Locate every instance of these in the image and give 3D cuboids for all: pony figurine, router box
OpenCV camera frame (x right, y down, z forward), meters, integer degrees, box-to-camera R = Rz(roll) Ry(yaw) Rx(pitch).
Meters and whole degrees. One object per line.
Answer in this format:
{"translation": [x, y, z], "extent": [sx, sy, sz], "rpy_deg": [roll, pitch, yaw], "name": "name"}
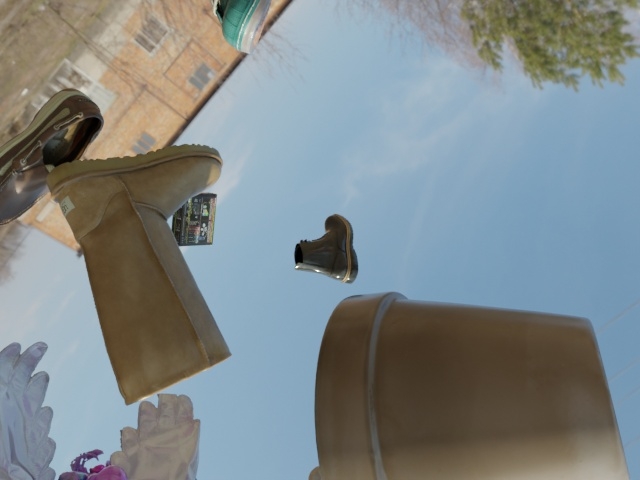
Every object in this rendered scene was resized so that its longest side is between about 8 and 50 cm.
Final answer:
{"translation": [-0.305, 0.343, 0.624], "extent": [0.363, 0.303, 0.351], "rpy_deg": [-52, -143, 16], "name": "pony figurine"}
{"translation": [-0.283, -0.049, 1.144], "extent": [0.038, 0.092, 0.122], "rpy_deg": [14, -80, 39], "name": "router box"}

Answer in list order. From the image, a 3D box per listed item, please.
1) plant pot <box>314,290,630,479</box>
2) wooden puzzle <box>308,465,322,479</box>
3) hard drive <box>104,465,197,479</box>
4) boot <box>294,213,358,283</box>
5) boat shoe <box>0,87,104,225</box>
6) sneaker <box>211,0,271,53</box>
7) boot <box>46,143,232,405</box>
{"translation": [0.188, 0.202, 0.607], "extent": [0.281, 0.323, 0.323], "rpy_deg": [-14, -137, 24], "name": "plant pot"}
{"translation": [0.099, 0.713, 1.123], "extent": [0.080, 0.322, 0.347], "rpy_deg": [-47, -163, 11], "name": "wooden puzzle"}
{"translation": [-0.395, 0.557, 1.057], "extent": [0.308, 0.203, 0.040], "rpy_deg": [-40, 169, 9], "name": "hard drive"}
{"translation": [0.000, 0.000, 1.117], "extent": [0.076, 0.137, 0.197], "rpy_deg": [-62, -153, 32], "name": "boot"}
{"translation": [-0.439, -0.119, 0.802], "extent": [0.095, 0.095, 0.257], "rpy_deg": [38, -87, 26], "name": "boat shoe"}
{"translation": [-0.122, -0.370, 0.697], "extent": [0.108, 0.121, 0.302], "rpy_deg": [123, -26, -49], "name": "sneaker"}
{"translation": [-0.177, 0.026, 0.623], "extent": [0.236, 0.269, 0.089], "rpy_deg": [-20, 169, -39], "name": "boot"}
